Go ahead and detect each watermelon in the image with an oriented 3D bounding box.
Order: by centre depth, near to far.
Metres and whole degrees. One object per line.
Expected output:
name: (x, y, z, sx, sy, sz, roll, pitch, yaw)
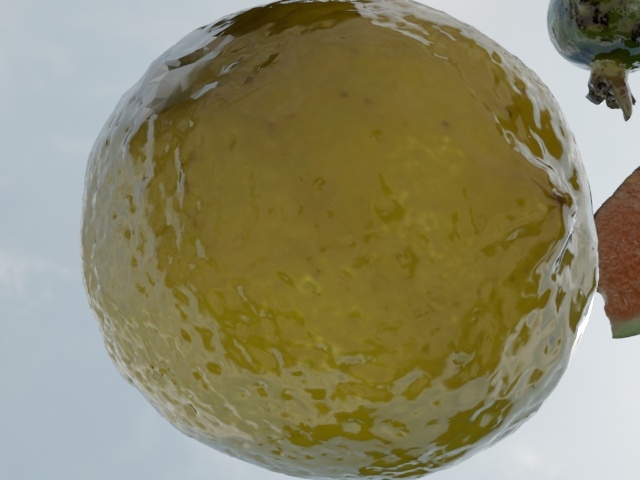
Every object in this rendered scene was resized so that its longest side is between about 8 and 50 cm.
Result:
watermelon: (0.347, -0.025, 1.279, 0.128, 0.231, 0.146, 43, -147, 7)

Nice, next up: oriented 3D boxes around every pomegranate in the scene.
pomegranate: (0.261, -0.180, 1.185, 0.122, 0.122, 0.161, 4, -100, -1)

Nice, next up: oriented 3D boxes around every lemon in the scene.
lemon: (0.000, 0.000, 0.689, 0.310, 0.253, 0.253, 2, -135, 50)
